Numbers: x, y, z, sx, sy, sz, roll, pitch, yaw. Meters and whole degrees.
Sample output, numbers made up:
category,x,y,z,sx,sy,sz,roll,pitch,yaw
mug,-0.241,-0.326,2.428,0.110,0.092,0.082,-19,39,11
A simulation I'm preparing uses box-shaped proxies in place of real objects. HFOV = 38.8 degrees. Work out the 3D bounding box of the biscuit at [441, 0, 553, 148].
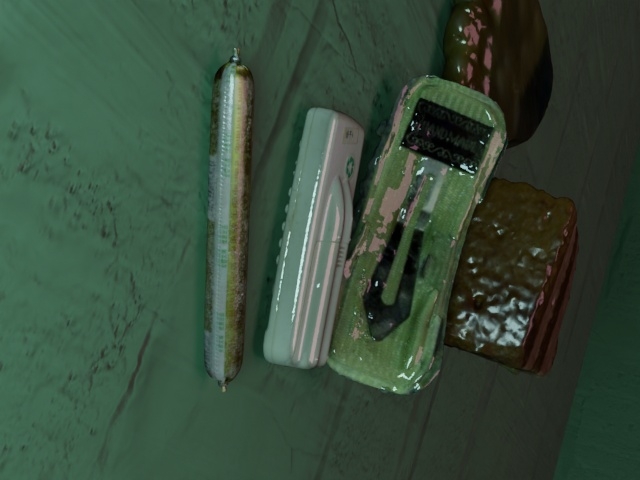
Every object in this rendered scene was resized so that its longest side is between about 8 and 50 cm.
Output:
category,x,y,z,sx,sy,sz,roll,pitch,yaw
biscuit,0.226,-0.210,1.171,0.329,0.078,0.334,41,61,-57

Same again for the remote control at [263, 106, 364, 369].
category,x,y,z,sx,sy,sz,roll,pitch,yaw
remote control,-0.001,0.000,0.813,0.090,0.049,0.230,10,90,-67

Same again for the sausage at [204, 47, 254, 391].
category,x,y,z,sx,sy,sz,roll,pitch,yaw
sausage,-0.070,-0.009,0.685,0.033,0.033,0.268,-25,122,-60

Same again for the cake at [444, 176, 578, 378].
category,x,y,z,sx,sy,sz,roll,pitch,yaw
cake,0.195,0.050,1.089,0.293,0.196,0.198,40,66,-67

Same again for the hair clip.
category,x,y,z,sx,sy,sz,roll,pitch,yaw
hair clip,0.089,-0.004,0.933,0.091,0.138,0.321,121,-11,-77
